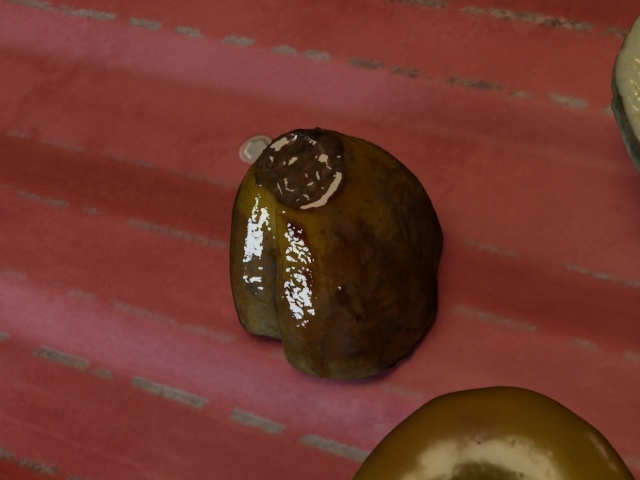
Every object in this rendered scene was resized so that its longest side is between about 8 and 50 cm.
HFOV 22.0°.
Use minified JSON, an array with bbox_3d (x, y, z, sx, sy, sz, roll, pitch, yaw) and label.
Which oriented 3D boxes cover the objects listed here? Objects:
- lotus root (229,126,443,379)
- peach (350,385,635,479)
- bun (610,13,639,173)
[{"bbox_3d":[-0.001,0.000,1.437,0.188,0.180,0.199,-2,54,17],"label":"lotus root"},{"bbox_3d":[0.129,0.233,1.232,0.251,0.153,0.251,-4,67,9],"label":"peach"},{"bbox_3d":[0.358,-0.113,1.381,0.243,0.153,0.244,-11,67,26],"label":"bun"}]
